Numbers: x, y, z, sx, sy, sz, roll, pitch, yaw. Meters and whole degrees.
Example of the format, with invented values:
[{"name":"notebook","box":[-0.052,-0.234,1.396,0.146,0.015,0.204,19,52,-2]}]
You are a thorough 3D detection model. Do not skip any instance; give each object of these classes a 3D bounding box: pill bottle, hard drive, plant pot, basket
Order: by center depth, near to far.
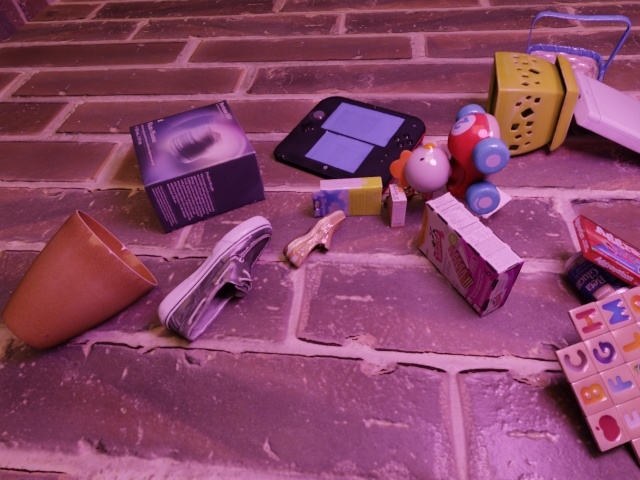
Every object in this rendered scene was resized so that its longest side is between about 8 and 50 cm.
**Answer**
[{"name":"pill bottle","box":[0.603,0.101,0.894,0.094,0.094,0.170,-14,49,-7]},{"name":"plant pot","box":[-0.540,0.102,0.934,0.254,0.237,0.237,-44,58,-12]},{"name":"hard drive","box":[0.861,-0.332,1.189,0.352,0.047,0.233,21,51,-8]},{"name":"plant pot","box":[0.595,-0.390,1.222,0.206,0.227,0.228,3,49,15]},{"name":"basket","box":[0.756,-0.548,1.314,0.254,0.289,0.201,13,52,17]}]

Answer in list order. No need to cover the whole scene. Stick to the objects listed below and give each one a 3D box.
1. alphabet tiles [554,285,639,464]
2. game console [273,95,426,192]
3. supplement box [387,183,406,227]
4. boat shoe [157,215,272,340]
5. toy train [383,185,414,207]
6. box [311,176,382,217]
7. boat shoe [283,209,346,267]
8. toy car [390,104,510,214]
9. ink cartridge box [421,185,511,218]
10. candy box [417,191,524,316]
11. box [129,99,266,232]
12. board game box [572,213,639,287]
[{"name":"alphabet tiles","box":[0.602,0.228,0.759,0.342,0.011,0.286,-16,75,-8]},{"name":"game console","box":[0.097,-0.312,1.325,0.386,0.060,0.342,23,55,24]},{"name":"supplement box","box":[0.195,-0.088,1.093,0.036,0.099,0.062,-5,48,1]},{"name":"boat shoe","box":[-0.210,0.090,0.982,0.119,0.121,0.335,34,70,20]},{"name":"toy train","box":[0.239,-0.129,1.175,0.158,0.027,0.036,-29,63,-19]},{"name":"box","box":[0.069,-0.111,1.118,0.178,0.109,0.043,-2,53,3]},{"name":"boat shoe","box":[0.000,0.000,1.067,0.190,0.068,0.072,-39,68,-14]},{"name":"toy car","box":[0.286,-0.190,1.011,0.237,0.211,0.219,-2,39,4]},{"name":"ink cartridge box","box":[0.380,-0.114,1.120,0.115,0.067,0.198,-33,52,-21]},{"name":"candy box","box":[0.317,0.028,0.942,0.071,0.159,0.233,-22,50,-15]},{"name":"box","box":[-0.348,-0.221,1.208,0.293,0.183,0.296,-20,51,-14]},{"name":"board game box","box":[0.656,0.059,0.875,0.281,0.027,0.145,31,36,1]}]
